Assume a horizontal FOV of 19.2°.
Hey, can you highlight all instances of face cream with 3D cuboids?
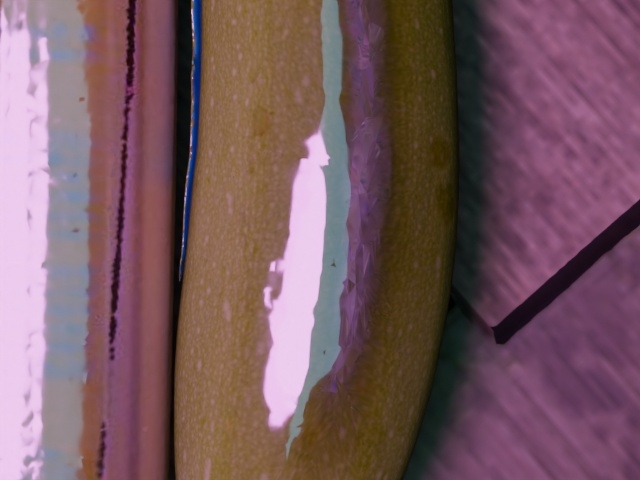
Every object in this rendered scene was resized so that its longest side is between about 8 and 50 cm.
[{"bbox_3d":[-0.115,-0.027,0.639,0.139,0.067,0.285,2,91,13],"label":"face cream"}]

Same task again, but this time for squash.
[{"bbox_3d":[0.000,0.000,0.617,0.094,0.094,0.341,3,88,8],"label":"squash"}]
